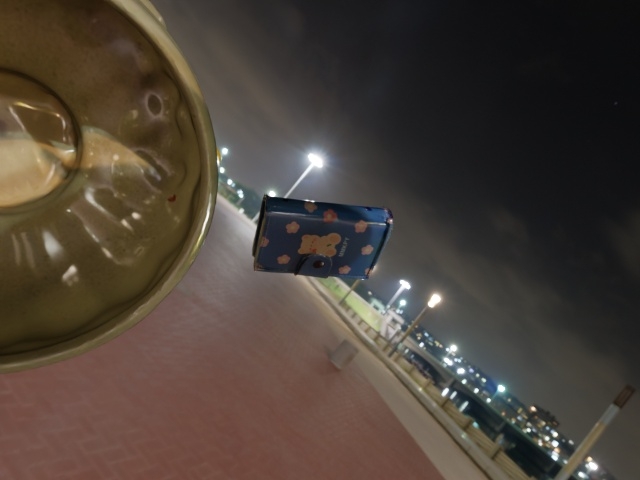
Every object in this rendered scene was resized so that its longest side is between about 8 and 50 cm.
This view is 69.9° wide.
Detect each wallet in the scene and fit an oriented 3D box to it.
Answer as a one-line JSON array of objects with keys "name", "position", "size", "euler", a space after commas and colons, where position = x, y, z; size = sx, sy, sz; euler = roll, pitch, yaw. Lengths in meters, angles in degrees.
[{"name": "wallet", "position": [0.001, 0.001, 0.715], "size": [0.203, 0.141, 0.059], "euler": [5, 41, -18]}]

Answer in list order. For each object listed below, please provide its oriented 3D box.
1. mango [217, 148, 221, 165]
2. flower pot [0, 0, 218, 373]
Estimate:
[{"name": "mango", "position": [-0.273, -0.193, 1.010], "size": [0.114, 0.079, 0.057], "euler": [26, 42, -40]}, {"name": "flower pot", "position": [-0.251, -0.076, 0.362], "size": [0.307, 0.307, 0.244], "euler": [41, -8, -38]}]
